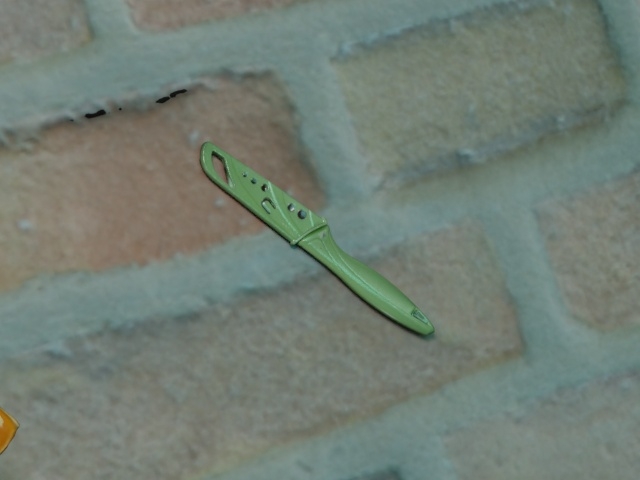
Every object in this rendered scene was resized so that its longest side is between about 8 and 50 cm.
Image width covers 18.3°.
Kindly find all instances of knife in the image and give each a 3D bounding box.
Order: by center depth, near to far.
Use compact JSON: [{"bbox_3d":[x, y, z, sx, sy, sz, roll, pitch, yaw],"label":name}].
[{"bbox_3d":[0.000,0.000,1.333,0.207,0.014,0.030,37,65,-17],"label":"knife"}]

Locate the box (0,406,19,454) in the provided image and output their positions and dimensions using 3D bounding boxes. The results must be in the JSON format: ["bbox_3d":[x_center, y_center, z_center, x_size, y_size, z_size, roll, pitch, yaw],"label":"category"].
[{"bbox_3d":[-0.352,0.142,1.031,0.225,0.143,0.341,48,60,-12],"label":"box"}]
